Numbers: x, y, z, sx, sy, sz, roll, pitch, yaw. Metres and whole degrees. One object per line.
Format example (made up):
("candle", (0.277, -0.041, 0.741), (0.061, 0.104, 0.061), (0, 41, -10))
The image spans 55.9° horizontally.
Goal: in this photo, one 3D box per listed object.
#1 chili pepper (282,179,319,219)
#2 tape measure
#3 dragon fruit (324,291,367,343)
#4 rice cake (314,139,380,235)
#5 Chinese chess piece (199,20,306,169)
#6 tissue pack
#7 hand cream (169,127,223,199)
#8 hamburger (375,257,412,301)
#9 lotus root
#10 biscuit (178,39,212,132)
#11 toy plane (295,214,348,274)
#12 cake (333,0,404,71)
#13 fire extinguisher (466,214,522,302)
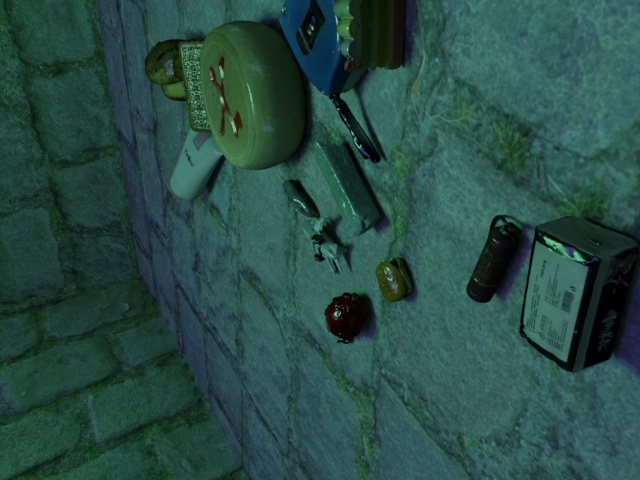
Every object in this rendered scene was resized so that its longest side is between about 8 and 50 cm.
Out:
("chili pepper", (-0.053, -0.098, 1.441), (0.153, 0.041, 0.050), (56, -169, 31))
("tape measure", (0.039, -0.324, 1.069), (0.352, 0.097, 0.215), (63, 153, 15))
("dragon fruit", (0.053, 0.191, 1.352), (0.094, 0.094, 0.191), (55, 153, 33))
("rice cake", (0.051, -0.107, 1.203), (0.207, 0.063, 0.069), (65, 159, 20))
("Chinese chess piece", (-0.162, -0.333, 1.403), (0.338, 0.140, 0.338), (42, 140, 48))
("tissue pack", (0.316, 0.067, 0.753), (0.103, 0.090, 0.170), (39, 136, 49))
("hand cream", (-0.397, -0.263, 1.955), (0.186, 0.117, 0.359), (64, 146, 17))
("hamburger", (0.139, 0.076, 1.161), (0.083, 0.044, 0.076), (68, 154, 6))
("lotus root", (-0.421, -0.501, 1.776), (0.291, 0.193, 0.193), (26, 128, 57))
("biscuit", (-0.296, -0.411, 1.636), (0.172, 0.029, 0.255), (5, 117, 19))
("toy plane", (0.000, 0.000, 1.371), (0.171, 0.065, 0.162), (36, 147, 44))
("cake", (0.079, -0.379, 0.935), (0.090, 0.109, 0.226), (8, 112, 61))
("fire extinguisher", (0.257, 0.020, 0.899), (0.078, 0.045, 0.157), (-101, 14, -45))
